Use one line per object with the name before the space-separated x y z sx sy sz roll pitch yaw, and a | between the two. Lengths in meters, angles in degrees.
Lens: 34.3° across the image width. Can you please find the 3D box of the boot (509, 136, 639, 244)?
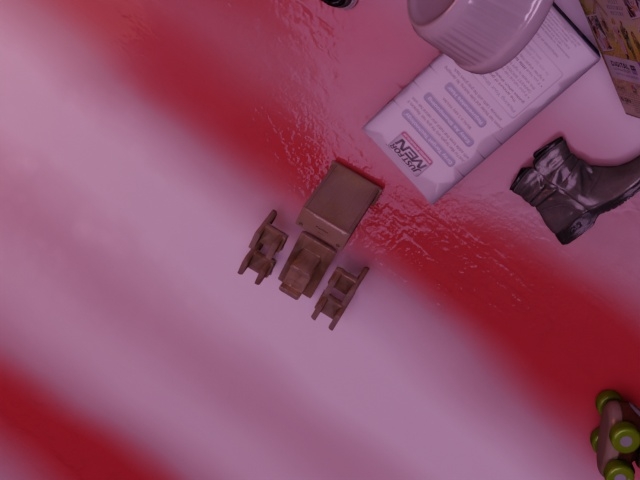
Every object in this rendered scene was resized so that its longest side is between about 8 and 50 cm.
boot | 0.459 -0.120 1.793 0.246 0.083 0.161 -40 88 19

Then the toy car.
toy car | 0.600 0.365 1.872 0.188 0.155 0.148 4 108 2

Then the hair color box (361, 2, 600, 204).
hair color box | 0.273 -0.256 1.776 0.374 0.113 0.185 -42 93 20

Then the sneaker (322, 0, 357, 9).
sneaker | -0.006 -0.468 1.798 0.063 0.075 0.170 -41 93 21

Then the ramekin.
ramekin | 0.241 -0.399 1.570 0.127 0.273 0.272 19 113 -23

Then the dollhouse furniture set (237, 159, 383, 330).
dollhouse furniture set | 0.000 0.000 1.930 0.212 0.161 0.242 31 133 3

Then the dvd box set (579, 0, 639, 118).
dvd box set | 0.464 -0.356 1.513 0.062 0.307 0.420 -30 108 -3
